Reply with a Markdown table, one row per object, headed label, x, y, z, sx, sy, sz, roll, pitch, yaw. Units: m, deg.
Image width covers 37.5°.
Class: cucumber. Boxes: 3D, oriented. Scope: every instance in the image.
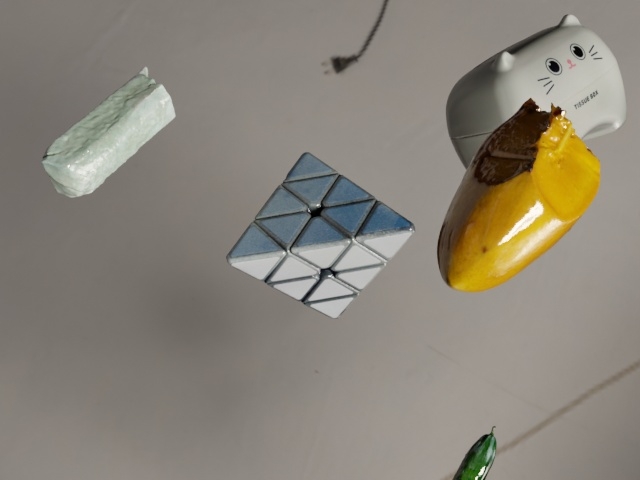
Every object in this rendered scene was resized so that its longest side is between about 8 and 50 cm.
| label | x | y | z | sx | sy | sz | roll | pitch | yaw |
| --- | --- | --- | --- | --- | --- | --- | --- | --- | --- |
| cucumber | 0.187 | 0.310 | 1.209 | 0.039 | 0.039 | 0.167 | 29 | 78 | 25 |

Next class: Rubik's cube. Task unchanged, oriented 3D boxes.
| label | x | y | z | sx | sy | sz | roll | pitch | yaw |
| --- | --- | --- | --- | --- | --- | --- | --- | --- | --- |
| Rubik's cube | 0.001 | -0.001 | 1.623 | 0.229 | 0.233 | 0.228 | 35 | 93 | -2 |

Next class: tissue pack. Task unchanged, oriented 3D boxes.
| label | x | y | z | sx | sy | sz | roll | pitch | yaw |
| --- | --- | --- | --- | --- | --- | --- | --- | --- | --- |
| tissue pack | 0.393 | -0.260 | 1.741 | 0.333 | 0.235 | 0.229 | -33 | 15 | -34 |

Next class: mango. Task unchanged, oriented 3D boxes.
| label | x | y | z | sx | sy | sz | roll | pitch | yaw |
| --- | --- | --- | --- | --- | --- | --- | --- | --- | --- |
| mango | 0.208 | -0.039 | 1.017 | 0.126 | 0.154 | 0.252 | 45 | 62 | -13 |

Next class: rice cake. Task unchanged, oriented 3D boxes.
| label | x | y | z | sx | sy | sz | roll | pitch | yaw |
| --- | --- | --- | --- | --- | --- | --- | --- | --- | --- |
| rice cake | -0.268 | -0.137 | 1.211 | 0.063 | 0.069 | 0.206 | 25 | 55 | 30 |
